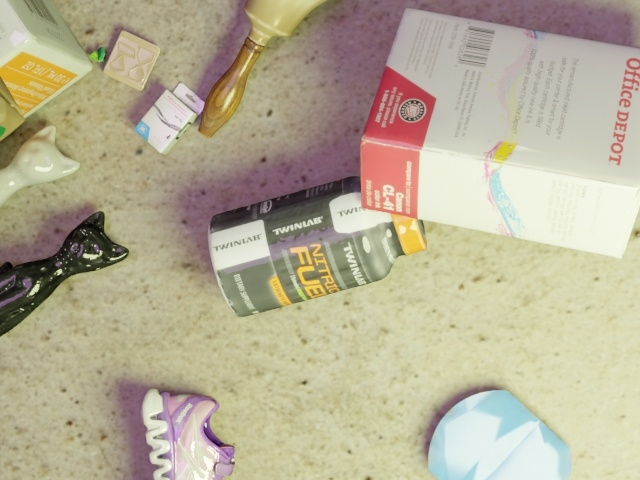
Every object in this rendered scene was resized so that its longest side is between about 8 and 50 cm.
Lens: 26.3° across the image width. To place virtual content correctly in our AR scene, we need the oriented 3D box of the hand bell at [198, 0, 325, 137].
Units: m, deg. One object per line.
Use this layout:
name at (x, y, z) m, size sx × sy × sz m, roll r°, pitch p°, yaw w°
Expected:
hand bell at (-0.084, -0.233, 1.683) m, size 0.126 × 0.126 × 0.242 m, roll 34°, pitch 107°, yaw 9°

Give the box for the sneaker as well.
sneaker at (-0.150, 0.291, 1.669) m, size 0.104 × 0.095 × 0.236 m, roll -9°, pitch 87°, yaw -3°

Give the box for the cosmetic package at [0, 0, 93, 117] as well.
cosmetic package at (-0.531, -0.161, 1.679) m, size 0.453 × 0.230 × 0.161 m, roll -34°, pitch 83°, yaw 8°

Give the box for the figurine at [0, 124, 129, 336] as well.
figurine at (-0.376, -0.018, 1.726) m, size 0.209 × 0.092 × 0.215 m, roll -29°, pitch 82°, yaw 0°

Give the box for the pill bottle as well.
pill bottle at (0.000, 0.000, 1.629) m, size 0.245 × 0.130 × 0.130 m, roll -16°, pitch 85°, yaw 9°

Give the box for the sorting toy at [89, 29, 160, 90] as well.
sorting toy at (-0.251, -0.234, 1.741) m, size 0.083 × 0.012 × 0.062 m, roll 26°, pitch 97°, yaw 7°

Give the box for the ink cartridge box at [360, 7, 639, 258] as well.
ink cartridge box at (0.216, -0.124, 1.547) m, size 0.306 × 0.131 × 0.226 m, roll 13°, pitch 52°, yaw 10°

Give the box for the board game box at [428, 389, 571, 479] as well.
board game box at (0.214, 0.260, 1.633) m, size 0.168 × 0.033 × 0.133 m, roll 42°, pitch 90°, yaw 4°

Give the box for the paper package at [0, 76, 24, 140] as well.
paper package at (-0.546, -0.169, 1.483) m, size 0.325 × 0.168 × 0.309 m, roll -33°, pitch 86°, yaw 7°

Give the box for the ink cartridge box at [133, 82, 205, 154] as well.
ink cartridge box at (-0.188, -0.155, 1.719) m, size 0.048 × 0.028 × 0.083 m, roll 41°, pitch 94°, yaw 9°
